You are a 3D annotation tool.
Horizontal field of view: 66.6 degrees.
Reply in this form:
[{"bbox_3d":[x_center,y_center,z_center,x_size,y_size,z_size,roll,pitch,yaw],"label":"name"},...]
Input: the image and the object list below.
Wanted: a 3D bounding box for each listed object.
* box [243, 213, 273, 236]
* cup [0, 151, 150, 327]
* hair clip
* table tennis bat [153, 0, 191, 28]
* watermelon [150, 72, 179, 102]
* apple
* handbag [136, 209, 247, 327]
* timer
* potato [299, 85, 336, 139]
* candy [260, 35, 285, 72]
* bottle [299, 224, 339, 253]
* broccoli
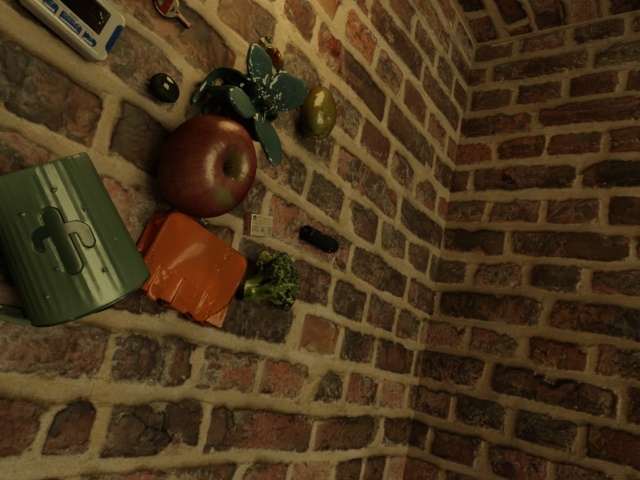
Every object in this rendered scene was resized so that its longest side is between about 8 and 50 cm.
[{"bbox_3d":[-0.253,-0.060,1.987,0.125,0.043,0.089,8,86,-52],"label":"box"},{"bbox_3d":[-0.681,0.015,1.227,0.401,0.310,0.392,-36,115,-48],"label":"cup"},{"bbox_3d":[-0.267,-0.495,1.779,0.318,0.238,0.392,42,57,-45],"label":"hair clip"},{"bbox_3d":[-0.500,-0.779,1.644,0.155,0.019,0.098,40,61,-43],"label":"table tennis bat"},{"bbox_3d":[-0.508,-0.498,1.599,0.111,0.078,0.078,44,58,-45],"label":"watermelon"},{"bbox_3d":[-0.383,-0.243,1.619,0.345,0.269,0.344,-14,107,-53],"label":"apple"},{"bbox_3d":[-0.452,0.105,1.685,0.410,0.116,0.303,43,62,-45],"label":"handbag"},{"bbox_3d":[-0.686,-0.640,1.355,0.253,0.078,0.178,43,57,-47],"label":"timer"},{"bbox_3d":[-0.008,-0.580,2.190,0.174,0.159,0.251,56,36,-70],"label":"potato"},{"bbox_3d":[-0.187,-0.769,2.029,0.053,0.046,0.182,-61,138,-28],"label":"candy"},{"bbox_3d":[0.000,0.000,2.301,0.244,0.072,0.082,25,84,-51],"label":"bottle"},{"bbox_3d":[-0.208,0.172,1.977,0.246,0.248,0.288,-4,109,-17],"label":"broccoli"}]
